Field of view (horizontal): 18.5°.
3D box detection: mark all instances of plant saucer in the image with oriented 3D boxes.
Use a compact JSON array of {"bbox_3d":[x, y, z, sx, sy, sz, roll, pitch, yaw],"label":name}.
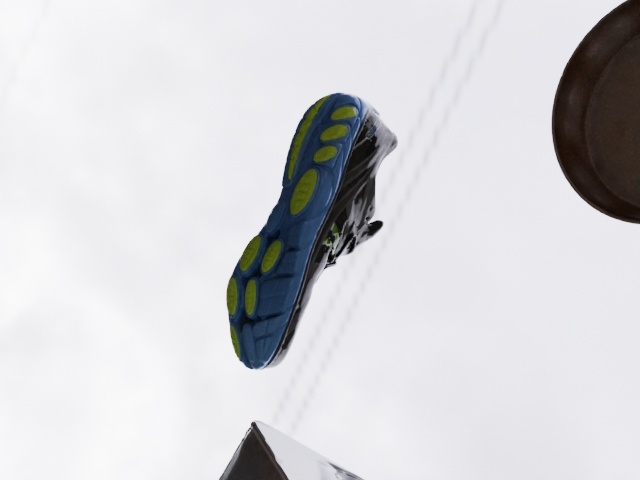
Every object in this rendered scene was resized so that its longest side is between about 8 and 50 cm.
[{"bbox_3d":[0.231,-0.086,1.279,0.168,0.029,0.168,-13,-114,29],"label":"plant saucer"}]

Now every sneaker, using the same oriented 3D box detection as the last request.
[{"bbox_3d":[0.000,0.000,1.264,0.067,0.078,0.188,17,-99,51],"label":"sneaker"}]

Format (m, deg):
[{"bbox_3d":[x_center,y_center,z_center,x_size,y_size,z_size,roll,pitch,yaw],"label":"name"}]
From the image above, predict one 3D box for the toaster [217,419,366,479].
[{"bbox_3d":[0.014,0.161,0.479,0.185,0.168,0.110,-59,-166,-2],"label":"toaster"}]
